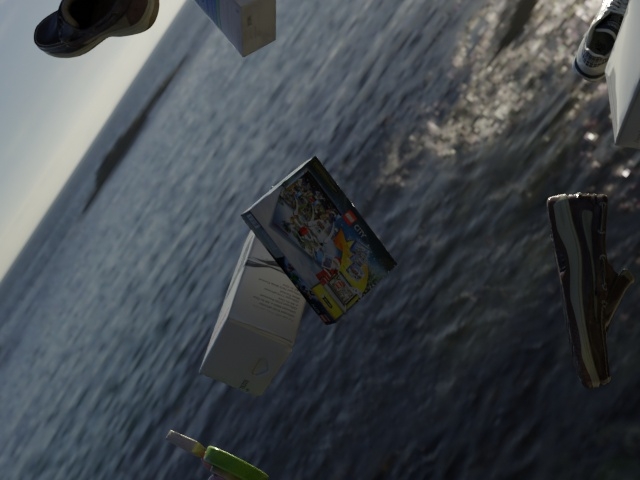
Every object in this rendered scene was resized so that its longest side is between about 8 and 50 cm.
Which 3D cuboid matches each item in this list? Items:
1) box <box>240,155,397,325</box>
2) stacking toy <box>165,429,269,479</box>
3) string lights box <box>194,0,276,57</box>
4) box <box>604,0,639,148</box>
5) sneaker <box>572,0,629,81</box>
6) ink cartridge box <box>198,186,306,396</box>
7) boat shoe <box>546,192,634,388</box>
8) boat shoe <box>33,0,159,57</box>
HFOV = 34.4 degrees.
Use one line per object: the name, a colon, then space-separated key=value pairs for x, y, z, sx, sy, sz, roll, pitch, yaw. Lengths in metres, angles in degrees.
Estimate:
box: x=0.000 y=0.000 z=1.704 sx=0.159 sy=0.233 sz=0.044 roll=-41 pitch=9 yaw=-28
stacking toy: x=-0.175 y=0.510 z=2.040 sx=0.309 sy=0.279 sz=0.130 roll=6 pitch=63 yaw=50
string lights box: x=-0.182 y=-0.461 z=1.814 sx=0.076 sy=0.260 sz=0.133 roll=-32 pitch=-22 yaw=-19
box: x=0.466 y=-0.239 z=1.374 sx=0.181 sy=0.119 sz=0.182 roll=-80 pitch=-1 yaw=-45
sneaker: x=0.520 y=-0.388 z=1.790 sx=0.235 sy=0.090 sz=0.095 roll=-62 pitch=-15 yaw=-10
ink cartridge box: x=-0.100 y=0.094 z=1.897 sx=0.223 sy=0.129 sz=0.308 roll=121 pitch=168 yaw=-52
boat shoe: x=0.360 y=0.059 z=1.341 sx=0.095 sy=0.095 sz=0.258 roll=38 pitch=-136 yaw=-76
boat shoe: x=-0.393 y=-0.377 z=1.726 sx=0.285 sy=0.092 sz=0.103 roll=-3 pitch=76 yaw=38
